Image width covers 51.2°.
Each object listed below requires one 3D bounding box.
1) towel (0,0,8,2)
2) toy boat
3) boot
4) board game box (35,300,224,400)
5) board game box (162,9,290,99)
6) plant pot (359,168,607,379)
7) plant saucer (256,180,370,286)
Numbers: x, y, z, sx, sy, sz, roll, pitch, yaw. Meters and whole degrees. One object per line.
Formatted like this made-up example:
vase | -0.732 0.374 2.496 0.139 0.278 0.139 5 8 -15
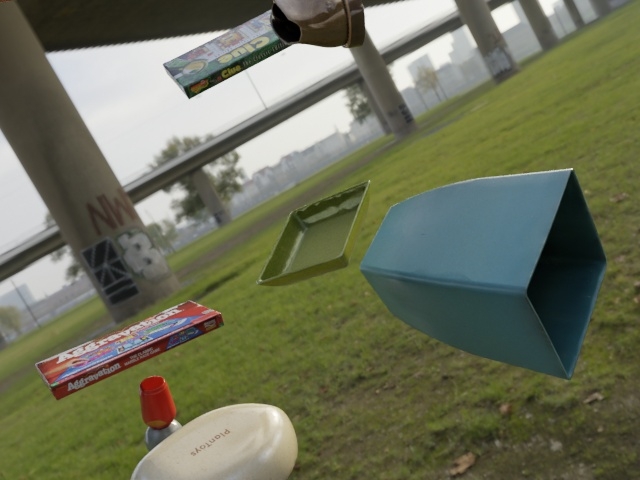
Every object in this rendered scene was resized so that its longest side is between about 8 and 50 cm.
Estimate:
towel | -0.417 -0.283 0.700 0.198 0.031 0.275 -7 10 8
toy boat | -0.187 0.333 1.042 0.267 0.148 0.318 -23 29 -35
boot | -0.033 -0.386 1.031 0.115 0.112 0.305 -12 42 -11
board game box | -0.313 0.172 1.103 0.281 0.027 0.145 -22 15 -29
board game box | -0.157 -0.355 1.246 0.259 0.030 0.136 -31 44 -11
plant pot | 0.180 0.032 0.785 0.234 0.166 0.165 3 53 42
plant saucer | 0.000 0.000 1.131 0.188 0.045 0.188 -20 33 37
